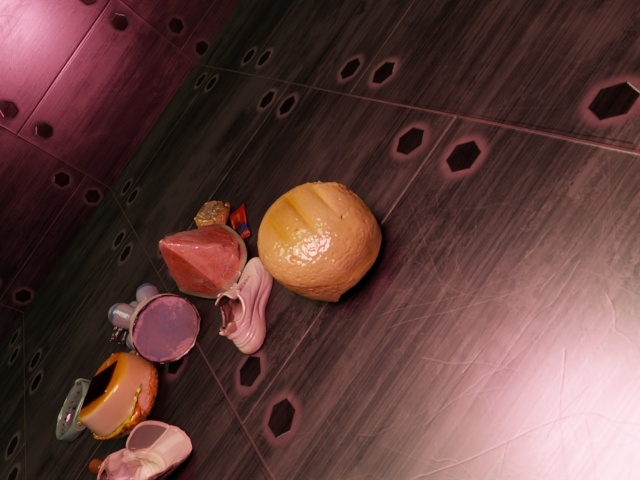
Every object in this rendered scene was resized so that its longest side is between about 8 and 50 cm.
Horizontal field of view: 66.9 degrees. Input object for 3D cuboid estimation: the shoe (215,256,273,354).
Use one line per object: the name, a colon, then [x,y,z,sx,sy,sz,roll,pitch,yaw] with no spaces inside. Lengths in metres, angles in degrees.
shoe: [-0.240,0.170,1.441,0.124,0.159,0.317,-29,47,32]

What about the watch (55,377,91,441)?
watch: [-0.970,0.674,1.932,0.195,0.068,0.237,-14,57,44]

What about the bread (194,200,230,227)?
bread: [-0.410,-0.100,1.858,0.117,0.064,0.156,1,39,6]

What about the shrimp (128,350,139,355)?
shrimp: [-0.697,0.447,1.799,0.217,0.051,0.115,-37,23,14]

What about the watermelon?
watermelon: [-0.398,0.096,1.613,0.283,0.292,0.251,26,115,50]

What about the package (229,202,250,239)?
package: [-0.298,-0.058,1.785,0.083,0.022,0.201,-41,38,18]

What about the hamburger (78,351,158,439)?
hamburger: [-0.663,0.520,1.621,0.276,0.179,0.294,-36,33,22]

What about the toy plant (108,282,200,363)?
toy plant: [-0.594,0.274,1.689,0.332,0.247,0.247,9,69,51]

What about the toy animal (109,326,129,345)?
toy animal: [-0.770,0.336,1.922,0.244,0.114,0.147,-7,58,44]

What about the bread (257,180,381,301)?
bread: [-0.007,-0.005,1.251,0.320,0.237,0.321,-24,50,32]

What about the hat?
hat: [-0.490,0.649,1.370,0.275,0.161,0.232,-34,34,-12]

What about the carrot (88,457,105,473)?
carrot: [-0.698,0.750,1.598,0.216,0.048,0.048,-13,54,36]
